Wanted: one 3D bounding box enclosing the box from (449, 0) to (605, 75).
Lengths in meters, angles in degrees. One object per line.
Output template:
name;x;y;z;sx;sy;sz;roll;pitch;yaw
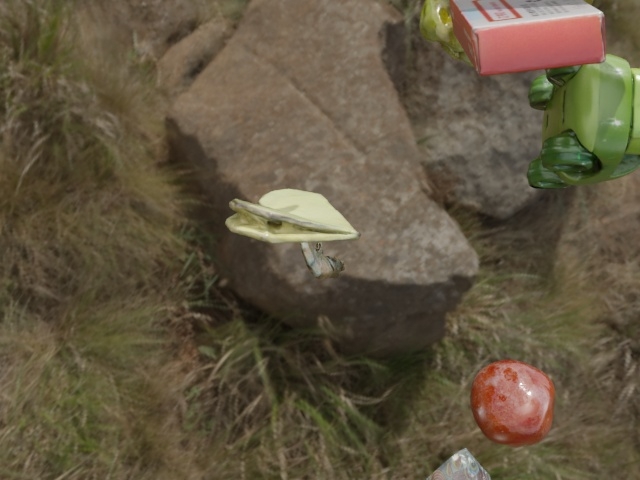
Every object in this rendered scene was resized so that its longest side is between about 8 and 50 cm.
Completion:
box;0.203;-0.218;0.870;0.123;0.050;0.229;-7;24;5

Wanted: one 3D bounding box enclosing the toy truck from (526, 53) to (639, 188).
toy truck;0.340;-0.138;0.984;0.187;0.210;0.148;21;72;-69

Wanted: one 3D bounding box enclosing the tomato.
tomato;0.392;0.326;1.697;0.187;0.151;0.187;38;26;-22

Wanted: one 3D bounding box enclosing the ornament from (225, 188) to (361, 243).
ornament;-0.027;-0.027;1.237;0.180;0.059;0.201;16;13;18

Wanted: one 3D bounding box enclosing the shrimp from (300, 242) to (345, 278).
shrimp;-0.003;0.001;1.569;0.148;0.035;0.195;69;16;11

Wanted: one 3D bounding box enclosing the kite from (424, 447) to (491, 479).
kite;0.200;0.469;1.546;0.229;0.016;0.127;-23;85;4

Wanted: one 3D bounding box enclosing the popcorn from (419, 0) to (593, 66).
popcorn;0.358;-0.470;1.553;0.292;0.334;0.294;12;45;-34
